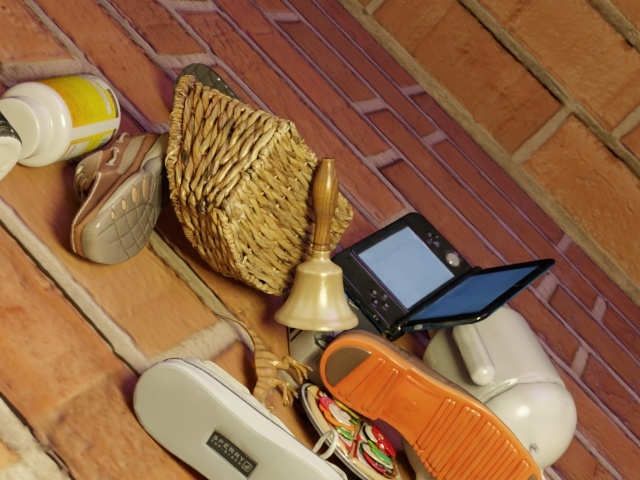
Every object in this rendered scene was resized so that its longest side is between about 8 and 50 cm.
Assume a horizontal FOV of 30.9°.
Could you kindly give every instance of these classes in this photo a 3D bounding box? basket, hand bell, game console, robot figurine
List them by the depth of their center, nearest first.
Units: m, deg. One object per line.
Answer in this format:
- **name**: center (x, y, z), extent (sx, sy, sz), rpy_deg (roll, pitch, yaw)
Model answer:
- **hand bell**: center (0.000, 0.000, 1.685), extent (0.126, 0.242, 0.126), rpy_deg (3, 11, -1)
- **basket**: center (-0.127, -0.062, 1.734), extent (0.223, 0.213, 0.299), rpy_deg (26, -14, 31)
- **game console**: center (0.205, 0.038, 1.940), extent (0.250, 0.173, 0.293), rpy_deg (48, 38, 11)
- **robot figurine**: center (0.300, 0.253, 1.950), extent (0.300, 0.200, 0.353), rpy_deg (49, 12, -44)

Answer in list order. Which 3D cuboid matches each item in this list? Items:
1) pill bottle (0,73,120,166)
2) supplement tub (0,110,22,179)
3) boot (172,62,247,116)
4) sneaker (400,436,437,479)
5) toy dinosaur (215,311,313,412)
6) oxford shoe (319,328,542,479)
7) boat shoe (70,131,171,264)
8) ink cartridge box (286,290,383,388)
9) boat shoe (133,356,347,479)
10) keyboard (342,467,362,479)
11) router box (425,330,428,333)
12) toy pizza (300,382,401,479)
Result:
- **pill bottle**: center (-0.376, -0.168, 1.621), extent (0.117, 0.117, 0.215), rpy_deg (45, 20, 3)
- **supplement tub**: center (-0.467, -0.157, 1.435), extent (0.190, 0.117, 0.117), rpy_deg (50, 21, 16)
- **boot**: center (-0.131, -0.191, 2.155), extent (0.338, 0.118, 0.223), rpy_deg (53, 17, -7)
- **sneaker**: center (0.247, 0.356, 1.790), extent (0.292, 0.108, 0.169), rpy_deg (23, 32, -41)
- **toy dinosaur**: center (-0.075, 0.171, 1.610), extent (0.112, 0.064, 0.211), rpy_deg (31, 24, -29)
- **oxford shoe**: center (0.169, 0.242, 1.673), extent (0.363, 0.130, 0.133), rpy_deg (39, 17, 0)
- **boat shoe**: center (-0.288, -0.065, 1.627), extent (0.116, 0.123, 0.324), rpy_deg (11, 26, 8)
- **ink cartridge box**: center (0.023, 0.128, 1.874), extent (0.165, 0.065, 0.333), rpy_deg (34, 22, -23)
- **boat shoe**: center (-0.055, 0.271, 1.391), extent (0.367, 0.136, 0.156), rpy_deg (38, 16, 11)
- **keyboard**: center (0.089, 0.383, 1.567), extent (0.108, 0.023, 0.180), rpy_deg (18, 32, -49)
- **router box**: center (0.260, 0.146, 2.231), extent (0.038, 0.092, 0.122), rpy_deg (50, 21, 16)
- **toy pizza**: center (0.051, 0.273, 1.640), extent (0.201, 0.032, 0.201), rpy_deg (44, 10, -10)
